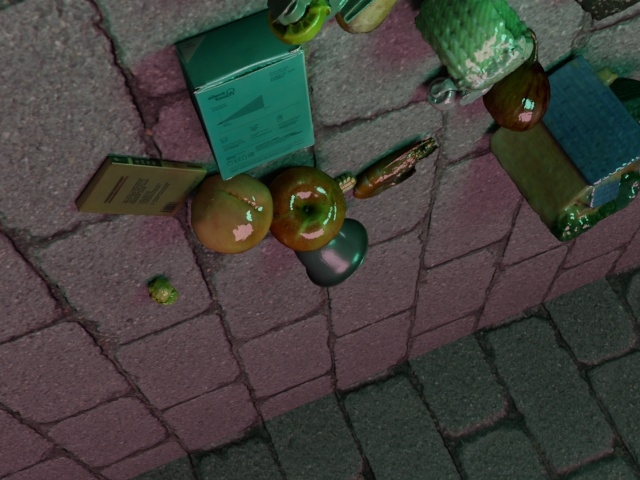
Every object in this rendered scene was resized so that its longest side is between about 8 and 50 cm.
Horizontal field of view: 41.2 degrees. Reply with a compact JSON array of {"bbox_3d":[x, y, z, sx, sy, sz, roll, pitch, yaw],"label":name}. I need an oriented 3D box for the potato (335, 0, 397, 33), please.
[{"bbox_3d":[0.087,-0.429,1.478,0.107,0.080,0.170,-15,158,-38],"label":"potato"}]

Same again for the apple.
[{"bbox_3d":[-0.038,-0.071,1.939,0.196,0.196,0.196,-21,155,-10],"label":"apple"}]

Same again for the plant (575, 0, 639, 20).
[{"bbox_3d":[0.610,-0.553,1.640,0.274,0.146,0.149,-40,149,28],"label":"plant"}]

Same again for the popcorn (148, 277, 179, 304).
[{"bbox_3d":[-0.395,0.131,2.140,0.083,0.060,0.068,33,163,-25],"label":"popcorn"}]

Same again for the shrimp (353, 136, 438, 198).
[{"bbox_3d":[0.186,-0.172,2.105,0.248,0.068,0.150,-33,167,28],"label":"shrimp"}]

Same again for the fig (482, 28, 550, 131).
[{"bbox_3d":[0.454,-0.345,1.925,0.202,0.148,0.149,-60,-171,1],"label":"fig"}]

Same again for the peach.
[{"bbox_3d":[-0.186,-0.061,1.826,0.184,0.184,0.184,-21,155,-10],"label":"peach"}]

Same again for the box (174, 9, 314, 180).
[{"bbox_3d":[-0.130,-0.261,1.561,0.205,0.118,0.311,-25,156,-7],"label":"box"}]

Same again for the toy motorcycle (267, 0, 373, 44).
[{"bbox_3d":[0.022,-0.451,1.264,0.326,0.200,0.191,-42,152,9],"label":"toy motorcycle"}]

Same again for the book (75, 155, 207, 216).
[{"bbox_3d":[-0.366,-0.108,1.753,0.230,0.026,0.161,2,143,-45],"label":"book"}]

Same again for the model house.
[{"bbox_3d":[0.699,-0.253,2.118,0.382,0.335,0.343,-19,158,-38],"label":"model house"}]

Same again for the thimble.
[{"bbox_3d":[0.286,-0.384,1.586,0.150,0.219,0.219,-37,153,26],"label":"thimble"}]

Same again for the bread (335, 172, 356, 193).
[{"bbox_3d":[0.046,-0.134,2.077,0.088,0.034,0.049,-33,140,7],"label":"bread"}]

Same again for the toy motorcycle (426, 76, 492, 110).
[{"bbox_3d":[0.334,-0.362,1.807,0.254,0.112,0.112,-41,151,28],"label":"toy motorcycle"}]

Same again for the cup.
[{"bbox_3d":[0.000,0.000,2.160,0.199,0.199,0.150,-35,135,19],"label":"cup"}]
